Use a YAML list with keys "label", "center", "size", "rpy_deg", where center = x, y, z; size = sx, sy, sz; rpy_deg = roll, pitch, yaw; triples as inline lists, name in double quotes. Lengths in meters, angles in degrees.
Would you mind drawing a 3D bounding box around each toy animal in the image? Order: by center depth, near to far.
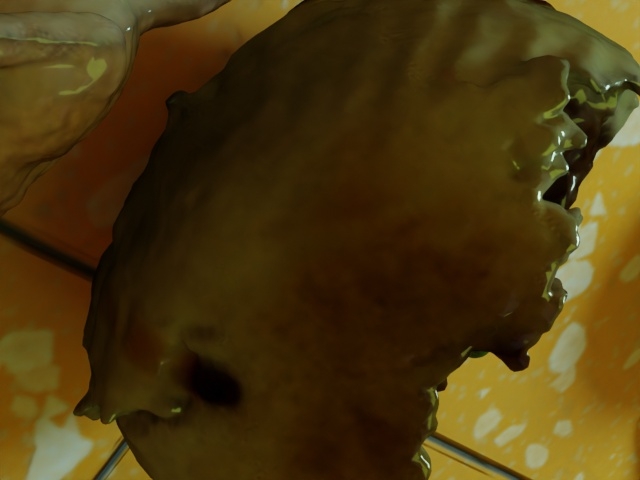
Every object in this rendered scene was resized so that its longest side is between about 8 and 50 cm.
- label: "toy animal"
  center: [-0.125, -0.018, 0.533]
  size: [0.184, 0.104, 0.185]
  rpy_deg: [-7, 121, -38]

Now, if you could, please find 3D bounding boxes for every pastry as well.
- label: "pastry"
  center: [0.004, -0.008, 0.592]
  size: [0.170, 0.237, 0.256]
  rpy_deg: [31, 111, -10]

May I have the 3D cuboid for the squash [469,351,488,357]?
- label: "squash"
  center: [0.093, 0.035, 0.815]
  size: [0.027, 0.027, 0.083]
  rpy_deg: [-22, 133, -27]
